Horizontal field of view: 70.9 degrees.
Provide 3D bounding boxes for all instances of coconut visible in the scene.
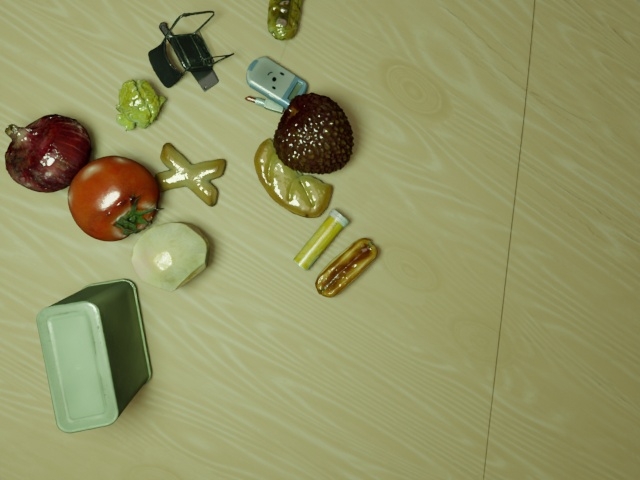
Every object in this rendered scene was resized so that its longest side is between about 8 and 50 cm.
[{"bbox_3d":[-0.452,0.042,1.363,0.236,0.237,0.197,-33,95,-3],"label":"coconut"}]

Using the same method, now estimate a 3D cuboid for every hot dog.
[{"bbox_3d":[0.084,0.091,1.504,0.249,0.068,0.100,-41,84,-5],"label":"hot dog"}]

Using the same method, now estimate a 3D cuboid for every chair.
[{"bbox_3d":[-0.404,-0.577,1.382,0.221,0.145,0.140,-17,103,40],"label":"chair"}]

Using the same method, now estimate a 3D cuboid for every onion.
[{"bbox_3d":[-0.800,-0.264,1.304,0.251,0.219,0.252,-11,58,18],"label":"onion"}]

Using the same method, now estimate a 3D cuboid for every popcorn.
[{"bbox_3d":[-0.557,-0.418,1.371,0.162,0.135,0.142,-24,103,-7],"label":"popcorn"}]

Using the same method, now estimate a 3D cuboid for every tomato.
[{"bbox_3d":[-0.605,-0.124,1.329,0.256,0.256,0.224,-42,82,-2],"label":"tomato"}]

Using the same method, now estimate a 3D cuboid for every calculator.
[{"bbox_3d":[-0.136,-0.502,1.444,0.210,0.039,0.121,30,71,-8],"label":"calculator"}]

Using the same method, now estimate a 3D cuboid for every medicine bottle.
[{"bbox_3d":[0.000,0.000,1.488,0.074,0.074,0.218,39,90,-7],"label":"medicine bottle"}]

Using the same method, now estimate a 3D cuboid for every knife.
[{"bbox_3d":[-0.417,-0.596,1.436,0.072,0.019,0.245,-37,100,-5],"label":"knife"}]

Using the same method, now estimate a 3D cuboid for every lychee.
[{"bbox_3d":[-0.008,-0.314,1.394,0.271,0.271,0.272,0,93,-6],"label":"lychee"}]

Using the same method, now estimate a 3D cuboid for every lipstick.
[{"bbox_3d":[-0.183,-0.445,1.461,0.129,0.030,0.030,15,92,-8],"label":"lipstick"}]

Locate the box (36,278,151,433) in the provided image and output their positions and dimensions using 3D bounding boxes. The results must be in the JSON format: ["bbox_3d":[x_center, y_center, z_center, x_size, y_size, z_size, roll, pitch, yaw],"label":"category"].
[{"bbox_3d":[-0.635,0.311,1.300,0.177,0.344,0.352,-9,94,-8],"label":"box"}]

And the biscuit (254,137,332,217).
[{"bbox_3d":[-0.102,-0.189,1.479,0.299,0.045,0.154,37,89,-6],"label":"biscuit"}]

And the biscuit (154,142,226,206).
[{"bbox_3d":[-0.421,-0.209,1.441,0.207,0.047,0.165,15,91,-7],"label":"biscuit"}]

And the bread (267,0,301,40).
[{"bbox_3d":[-0.107,-0.770,1.423,0.087,0.098,0.270,11,93,35],"label":"bread"}]
